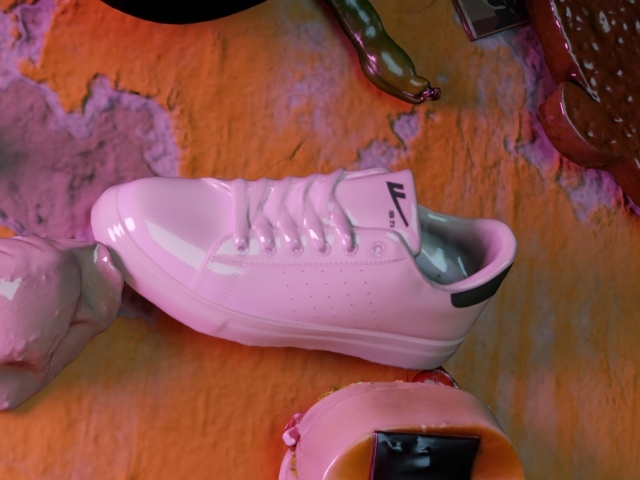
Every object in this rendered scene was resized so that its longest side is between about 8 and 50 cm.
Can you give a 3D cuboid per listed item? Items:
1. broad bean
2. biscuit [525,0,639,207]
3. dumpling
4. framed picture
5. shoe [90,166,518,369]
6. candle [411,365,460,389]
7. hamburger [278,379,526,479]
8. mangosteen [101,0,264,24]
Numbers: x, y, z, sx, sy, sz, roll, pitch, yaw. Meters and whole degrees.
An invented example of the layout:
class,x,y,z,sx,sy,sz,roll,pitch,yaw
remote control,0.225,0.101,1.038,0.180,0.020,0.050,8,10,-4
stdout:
class,x,y,z,sx,sy,sz,roll,pitch,yaw
broad bean,0.027,-0.230,1.655,0.256,0.053,0.052,59,17,-3
biscuit,0.347,-0.175,1.822,0.350,0.070,0.394,-27,92,-31
dumpling,-0.242,0.065,1.374,0.169,0.100,0.134,-19,121,-56
framed picture,0.198,-0.287,1.805,0.201,0.010,0.136,-21,87,-36
shoe,0.000,0.000,1.479,0.363,0.160,0.132,17,42,-28
candle,0.180,0.250,1.595,0.329,0.048,0.051,56,14,-4
hamburger,0.069,0.203,1.495,0.210,0.116,0.173,-1,85,-24
mangosteen,-0.132,-0.321,1.459,0.313,0.297,0.297,2,70,2
